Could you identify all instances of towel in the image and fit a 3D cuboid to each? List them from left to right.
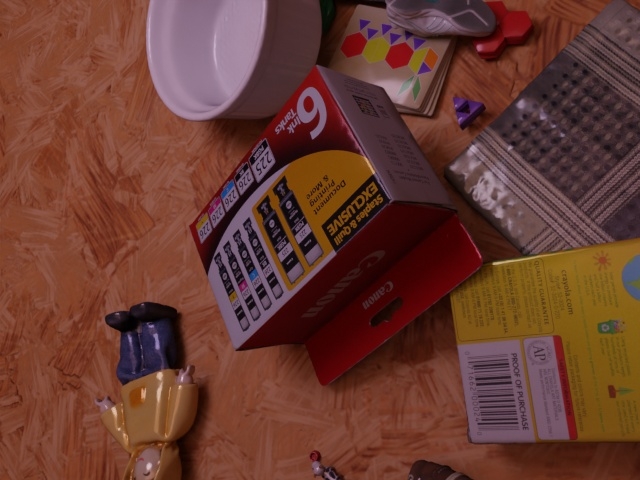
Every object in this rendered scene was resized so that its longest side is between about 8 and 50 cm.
[{"bbox_3d":[0.357,-0.087,0.741,0.312,0.056,0.324,-45,65,12],"label":"towel"}]

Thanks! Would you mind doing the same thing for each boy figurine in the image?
[{"bbox_3d":[-0.261,0.244,0.924,0.177,0.092,0.285,-16,68,19],"label":"boy figurine"}]

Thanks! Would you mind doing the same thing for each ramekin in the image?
[{"bbox_3d":[-0.128,-0.310,0.929,0.277,0.135,0.277,2,93,42],"label":"ramekin"}]

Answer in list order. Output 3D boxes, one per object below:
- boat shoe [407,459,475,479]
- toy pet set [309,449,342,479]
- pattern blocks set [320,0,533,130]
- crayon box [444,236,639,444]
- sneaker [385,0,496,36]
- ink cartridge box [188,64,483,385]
[{"bbox_3d":[0.099,0.382,0.726,0.095,0.095,0.258,18,79,42],"label":"boat shoe"},{"bbox_3d":[-0.011,0.350,0.791,0.114,0.065,0.122,30,92,28],"label":"toy pet set"},{"bbox_3d":[0.104,-0.261,0.907,0.324,0.026,0.285,33,90,29],"label":"pattern blocks set"},{"bbox_3d":[0.306,0.105,0.656,0.318,0.081,0.202,-11,82,31],"label":"crayon box"},{"bbox_3d":[0.163,-0.304,0.850,0.152,0.061,0.054,17,75,9],"label":"sneaker"},{"bbox_3d":[0.000,0.000,0.773,0.309,0.130,0.272,-46,57,33],"label":"ink cartridge box"}]
